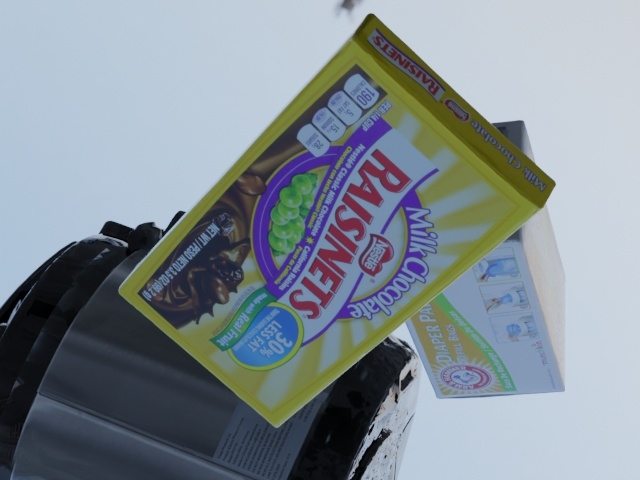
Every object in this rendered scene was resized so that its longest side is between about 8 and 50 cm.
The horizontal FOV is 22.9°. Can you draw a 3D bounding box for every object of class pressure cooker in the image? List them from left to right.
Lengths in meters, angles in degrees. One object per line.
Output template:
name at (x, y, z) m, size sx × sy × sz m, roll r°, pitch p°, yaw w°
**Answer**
pressure cooker at (-0.149, 0.187, 1.496) m, size 0.420 × 0.375 × 0.370 m, roll 20°, pitch -154°, yaw 12°

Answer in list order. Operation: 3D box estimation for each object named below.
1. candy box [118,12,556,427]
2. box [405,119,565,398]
candy box at (0.000, 0.000, 0.701) m, size 0.105 × 0.206 × 0.027 m, roll 40°, pitch -138°, yaw -7°
box at (0.118, 0.020, 1.184) m, size 0.103 × 0.203 × 0.114 m, roll -5°, pitch -127°, yaw 16°
